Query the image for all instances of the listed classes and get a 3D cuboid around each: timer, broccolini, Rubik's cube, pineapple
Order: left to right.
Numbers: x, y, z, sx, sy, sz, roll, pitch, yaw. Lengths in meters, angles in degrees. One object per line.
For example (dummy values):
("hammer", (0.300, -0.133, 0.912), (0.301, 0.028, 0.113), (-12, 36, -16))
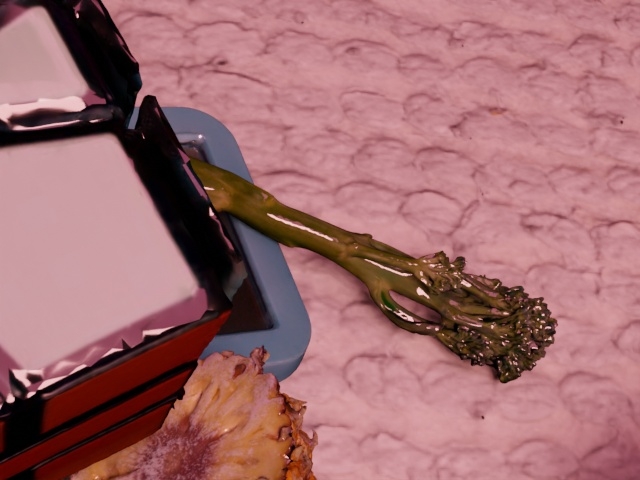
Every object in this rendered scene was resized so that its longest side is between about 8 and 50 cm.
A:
("Rubik's cube", (-0.237, 0.005, 0.590), (0.294, 0.283, 0.288), (-23, 77, -24))
("timer", (-0.142, 0.005, 0.851), (0.250, 0.091, 0.232), (-12, 62, -27))
("pineapple", (-0.061, 0.173, 0.749), (0.161, 0.137, 0.176), (-17, 45, 18))
("broccolini", (0.001, -0.005, 0.868), (0.392, 0.074, 0.078), (24, 39, -16))
